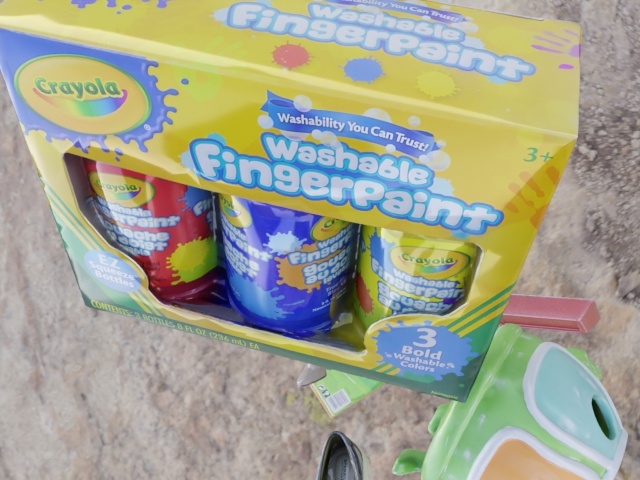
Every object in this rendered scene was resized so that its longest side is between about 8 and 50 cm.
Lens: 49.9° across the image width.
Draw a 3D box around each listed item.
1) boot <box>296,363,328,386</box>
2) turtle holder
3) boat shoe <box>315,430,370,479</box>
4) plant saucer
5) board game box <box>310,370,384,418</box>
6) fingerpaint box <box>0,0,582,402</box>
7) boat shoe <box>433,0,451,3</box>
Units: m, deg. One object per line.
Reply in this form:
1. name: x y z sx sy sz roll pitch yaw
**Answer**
1. boot: -0.008 0.186 1.158 0.042 0.118 0.087 -5 99 34
2. turtle holder: 0.263 0.244 0.900 0.227 0.320 0.243 26 93 22
3. boat shoe: 0.015 0.229 0.566 0.056 0.152 0.049 -22 127 13
4. plant saucer: 0.498 0.170 1.579 0.259 0.258 0.047 1 76 25
5. board game box: 0.098 0.297 1.612 0.124 0.259 0.039 55 156 17
6. fingerpaint box: -0.031 -0.046 0.661 0.445 0.163 0.371 13 139 7
7. boat shoe: 0.037 -0.327 0.778 0.109 0.305 0.091 -55 49 23
